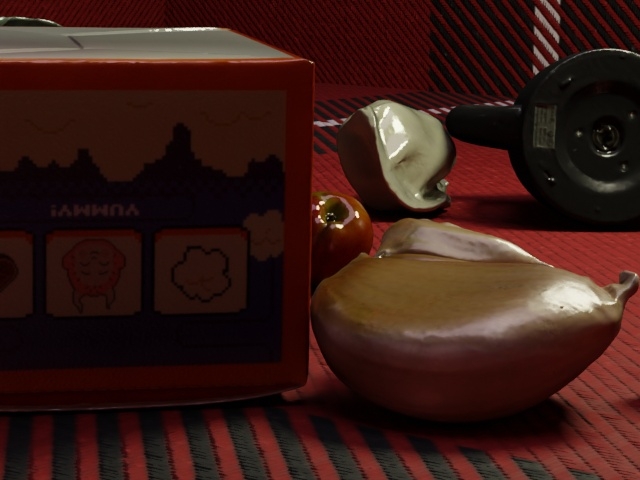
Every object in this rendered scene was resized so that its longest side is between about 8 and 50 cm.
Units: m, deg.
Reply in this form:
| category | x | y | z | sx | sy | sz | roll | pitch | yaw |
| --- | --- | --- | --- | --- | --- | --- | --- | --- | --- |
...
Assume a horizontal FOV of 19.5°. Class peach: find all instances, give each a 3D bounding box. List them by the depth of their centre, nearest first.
| category | x | y | z | sx | sy | sz | roll | pitch | yaw |
| --- | --- | --- | --- | --- | --- | --- | --- | --- | --- |
| peach | 0.001 | 0.001 | 1.788 | 0.101 | 0.100 | 0.101 | 1 | 9 | 0 |

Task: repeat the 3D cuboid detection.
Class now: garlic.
| category | x | y | z | sx | sy | sz | roll | pitch | yaw |
| --- | --- | --- | --- | --- | --- | --- | --- | --- | --- |
| garlic | 0.109 | 0.068 | 1.346 | 0.228 | 0.110 | 0.217 | 6 | 21 | 30 |

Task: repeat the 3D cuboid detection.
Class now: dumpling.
| category | x | y | z | sx | sy | sz | roll | pitch | yaw |
| --- | --- | --- | --- | --- | --- | --- | --- | --- | --- |
| dumpling | 0.099 | -0.098 | 2.306 | 0.132 | 0.162 | 0.250 | -34 | -10 | 12 |

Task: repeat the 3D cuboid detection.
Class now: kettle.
| category | x | y | z | sx | sy | sz | roll | pitch | yaw |
| --- | --- | --- | --- | --- | --- | --- | --- | --- | --- |
| kettle | 0.292 | -0.135 | 2.295 | 0.268 | 0.207 | 0.290 | 7 | 5 | -6 |

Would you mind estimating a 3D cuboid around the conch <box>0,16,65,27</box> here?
| category | x | y | z | sx | sy | sz | roll | pitch | yaw |
| --- | --- | --- | --- | --- | --- | --- | --- | --- | --- |
| conch | -0.370 | -0.098 | 1.872 | 0.368 | 0.249 | 0.197 | 5 | -14 | -44 |

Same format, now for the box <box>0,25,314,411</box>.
| category | x | y | z | sx | sy | sz | roll | pitch | yaw |
| --- | --- | --- | --- | --- | --- | --- | --- | --- | --- |
| box | -0.190 | -0.030 | 1.444 | 0.318 | 0.257 | 0.349 | -2 | 11 | -13 |
